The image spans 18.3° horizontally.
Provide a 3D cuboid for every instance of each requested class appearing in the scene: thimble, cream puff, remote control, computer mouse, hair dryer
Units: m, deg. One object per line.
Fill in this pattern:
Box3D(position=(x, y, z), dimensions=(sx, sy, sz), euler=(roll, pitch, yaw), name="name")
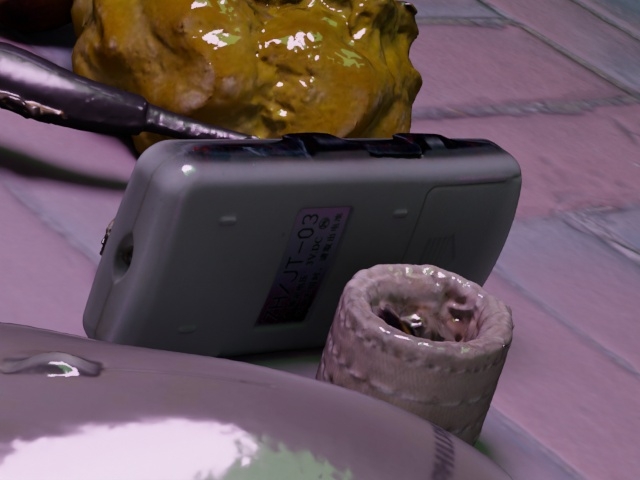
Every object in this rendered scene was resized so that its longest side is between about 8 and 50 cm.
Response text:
Box3D(position=(0.052, 0.074, 1.124), dimensions=(0.102, 0.090, 0.115), euler=(32, 27, 33), name="thimble")
Box3D(position=(-0.050, -0.159, 1.439), dimensions=(0.282, 0.185, 0.282), euler=(15, 27, -8), name="cream puff")
Box3D(position=(0.000, 0.000, 1.178), dimensions=(0.296, 0.140, 0.056), euler=(-4, 37, -43), name="remote control")
Box3D(position=(-0.049, 0.106, 0.970), dimensions=(0.331, 0.095, 0.197), euler=(16, 19, -9), name="computer mouse")
Box3D(position=(-0.198, -0.084, 1.243), dimensions=(0.359, 0.120, 0.303), euler=(14, 32, -14), name="hair dryer")

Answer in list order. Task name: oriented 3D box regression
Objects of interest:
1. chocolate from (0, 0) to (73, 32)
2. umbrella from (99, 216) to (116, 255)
Box3D(position=(-0.220, -0.220, 1.524), dimensions=(0.127, 0.133, 0.124), euler=(32, -27, -26), name="chocolate")
Box3D(position=(-0.093, -0.002, 1.220), dimensions=(0.067, 0.062, 0.143), euler=(51, 22, -6), name="umbrella")
